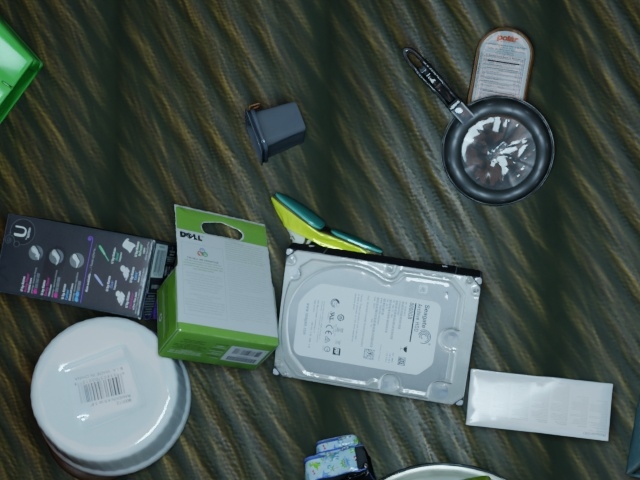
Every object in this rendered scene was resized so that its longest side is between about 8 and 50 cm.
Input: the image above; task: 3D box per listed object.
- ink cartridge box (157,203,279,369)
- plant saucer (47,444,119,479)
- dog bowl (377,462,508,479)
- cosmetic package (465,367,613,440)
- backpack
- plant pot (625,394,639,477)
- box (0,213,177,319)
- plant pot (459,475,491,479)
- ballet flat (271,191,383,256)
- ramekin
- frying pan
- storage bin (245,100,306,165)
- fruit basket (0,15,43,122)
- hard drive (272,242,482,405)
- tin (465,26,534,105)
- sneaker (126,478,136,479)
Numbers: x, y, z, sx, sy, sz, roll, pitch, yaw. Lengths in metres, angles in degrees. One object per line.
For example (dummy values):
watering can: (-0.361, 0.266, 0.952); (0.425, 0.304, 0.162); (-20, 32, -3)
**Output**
ink cartridge box: (-0.183, 0.081, 1.857); (0.189, 0.097, 0.255); (12, 52, -27)
plant saucer: (-0.410, 0.341, 1.928); (0.199, 0.036, 0.198); (0, 86, 6)
dog bowl: (0.209, 0.568, 1.780); (0.408, 0.150, 0.407); (-1, 85, 6)
cosmetic package: (0.373, 0.280, 1.826); (0.239, 0.060, 0.098); (6, 84, 7)
backpack: (0.028, 0.389, 1.840); (0.114, 0.105, 0.084); (-16, 61, 6)
plant pot: (0.644, 0.254, 1.715); (0.247, 0.248, 0.252); (7, 68, 7)
box: (-0.411, 0.047, 1.885); (0.270, 0.165, 0.143); (10, 87, 7)
plant pot: (0.171, 0.492, 1.607); (0.207, 0.227, 0.228); (-9, 85, 12)
ballet flat: (0.000, 0.000, 1.890); (0.231, 0.077, 0.077); (29, 103, 7)
ramekin: (-0.367, 0.263, 1.845); (0.277, 0.135, 0.277); (1, 73, -3)
frying pan: (0.287, -0.214, 1.851); (0.197, 0.053, 0.326); (-20, 99, 10)
storage bin: (-0.080, -0.202, 1.890); (0.091, 0.135, 0.098); (-20, 83, -7)
fruit basket: (-0.739, -0.316, 1.921); (0.392, 0.283, 0.392); (-1, 96, -8)
hard drive: (0.096, 0.144, 1.839); (0.339, 0.064, 0.236); (9, 103, 7)
tin: (0.321, -0.286, 1.892); (0.106, 0.040, 0.189); (10, 87, 3)
sneaker: (-0.414, 0.556, 1.870); (0.305, 0.114, 0.152); (-34, 81, 3)
